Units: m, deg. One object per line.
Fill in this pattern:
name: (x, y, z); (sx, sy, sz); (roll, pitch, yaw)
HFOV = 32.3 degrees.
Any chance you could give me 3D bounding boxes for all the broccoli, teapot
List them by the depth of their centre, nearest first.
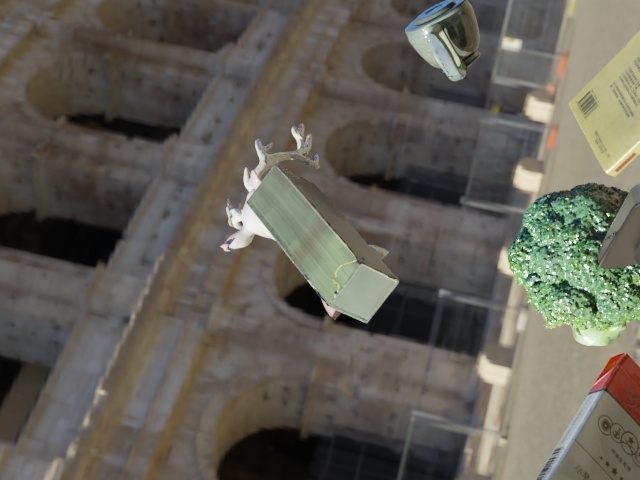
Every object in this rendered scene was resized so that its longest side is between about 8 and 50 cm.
broccoli: (0.408, 0.048, 1.674); (0.270, 0.270, 0.270); (-70, -25, -48)
teapot: (0.207, -0.312, 1.723); (0.108, 0.111, 0.149); (57, 176, -18)

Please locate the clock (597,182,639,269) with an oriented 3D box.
clock: (0.470, -0.033, 1.263); (0.273, 0.279, 0.049); (71, -173, -72)

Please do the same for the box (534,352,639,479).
box: (0.351, 0.263, 1.327); (0.245, 0.139, 0.035); (-49, 8, -35)

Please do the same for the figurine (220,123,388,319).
figurine: (-0.040, -0.024, 1.897); (0.206, 0.316, 0.284); (-49, -5, 23)

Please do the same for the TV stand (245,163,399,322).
TV stand: (0.000, 0.000, 1.583); (0.088, 0.269, 0.082); (27, -73, -43)

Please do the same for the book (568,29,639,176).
book: (0.459, -0.220, 1.555); (0.231, 0.026, 0.161); (-48, 39, 33)
